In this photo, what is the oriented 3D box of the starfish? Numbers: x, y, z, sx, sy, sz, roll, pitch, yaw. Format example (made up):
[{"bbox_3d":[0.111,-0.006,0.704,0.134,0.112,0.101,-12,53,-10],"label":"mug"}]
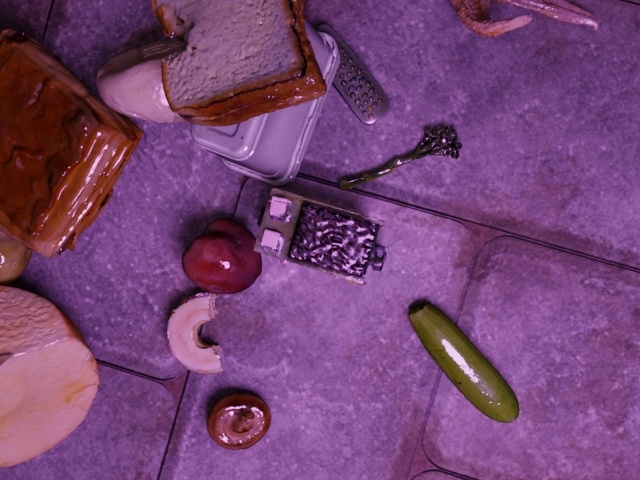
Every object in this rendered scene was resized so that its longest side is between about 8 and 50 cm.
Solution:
[{"bbox_3d":[0.335,-0.543,0.850,0.385,0.132,0.397,-7,77,-3],"label":"starfish"}]

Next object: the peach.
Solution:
[{"bbox_3d":[-0.181,0.034,0.886,0.152,0.152,0.151,0,91,4],"label":"peach"}]

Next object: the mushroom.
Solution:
[{"bbox_3d":[-0.163,0.359,0.913,0.126,0.084,0.109,18,121,-11],"label":"mushroom"}]

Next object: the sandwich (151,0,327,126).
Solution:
[{"bbox_3d":[-0.134,-0.321,0.695,0.249,0.095,0.272,-11,85,16],"label":"sandwich"}]

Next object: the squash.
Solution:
[{"bbox_3d":[0.278,0.240,0.883,0.082,0.082,0.292,-41,88,3],"label":"squash"}]

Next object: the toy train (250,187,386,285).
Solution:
[{"bbox_3d":[0.000,0.000,0.850,0.261,0.177,0.133,17,91,2],"label":"toy train"}]

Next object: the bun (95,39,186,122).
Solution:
[{"bbox_3d":[-0.293,-0.290,0.862,0.230,0.229,0.145,-15,130,4],"label":"bun"}]

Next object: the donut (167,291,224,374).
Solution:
[{"bbox_3d":[-0.252,0.188,0.924,0.108,0.065,0.165,-7,91,4],"label":"donut"}]

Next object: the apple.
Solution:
[{"bbox_3d":[-0.596,0.266,0.862,0.315,0.252,0.308,14,127,0],"label":"apple"}]

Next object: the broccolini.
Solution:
[{"bbox_3d":[0.156,-0.159,0.902,0.255,0.057,0.071,-22,47,1],"label":"broccolini"}]

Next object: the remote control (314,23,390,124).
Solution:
[{"bbox_3d":[0.055,-0.330,0.910,0.072,0.042,0.221,-36,89,5],"label":"remote control"}]

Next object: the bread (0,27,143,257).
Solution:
[{"bbox_3d":[-0.523,-0.179,0.881,0.370,0.191,0.314,38,99,14],"label":"bread"}]

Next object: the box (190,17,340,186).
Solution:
[{"bbox_3d":[-0.106,-0.271,0.829,0.176,0.182,0.311,23,95,15],"label":"box"}]

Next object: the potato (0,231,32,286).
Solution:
[{"bbox_3d":[-0.692,0.027,0.910,0.229,0.148,0.196,-14,61,9],"label":"potato"}]
